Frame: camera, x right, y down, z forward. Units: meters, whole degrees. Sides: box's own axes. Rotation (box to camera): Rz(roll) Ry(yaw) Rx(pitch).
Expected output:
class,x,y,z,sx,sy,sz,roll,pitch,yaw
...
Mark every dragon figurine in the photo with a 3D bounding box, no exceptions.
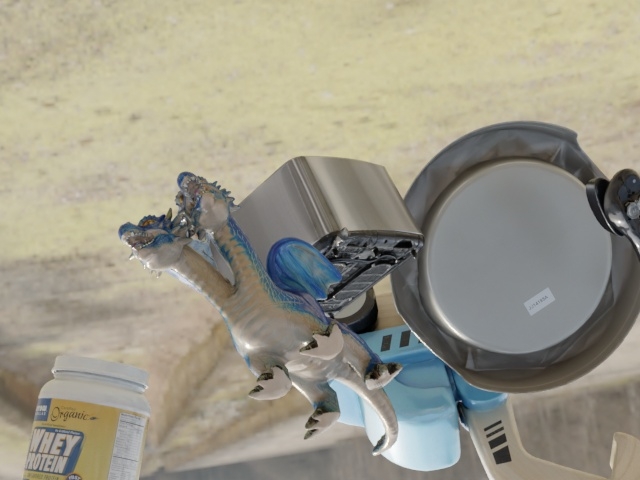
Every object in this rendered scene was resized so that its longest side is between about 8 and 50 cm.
class,x,y,z,sx,sy,sz,roll,pitch,yaw
dragon figurine,-0.021,0.055,0.789,0.085,0.144,0.289,-41,142,10

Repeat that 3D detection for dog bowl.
class,x,y,z,sx,sy,sz,roll,pitch,yaw
dog bowl,0.248,0.019,1.448,0.348,0.349,0.102,-7,-173,-7

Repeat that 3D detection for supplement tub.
class,x,y,z,sx,sy,sz,roll,pitch,yaw
supplement tub,-0.295,0.256,1.413,0.144,0.200,0.144,8,165,2

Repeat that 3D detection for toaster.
class,x,y,z,sx,sy,sz,roll,pitch,yaw
toaster,0.000,0.000,1.156,0.168,0.110,0.185,1,147,-49

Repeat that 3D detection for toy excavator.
class,x,y,z,sx,sy,sz,roll,pitch,yaw
toy excavator,0.214,0.249,1.604,0.432,0.445,0.222,-11,141,0

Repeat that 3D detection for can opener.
class,x,y,z,sx,sy,sz,roll,pitch,yaw
can opener,0.362,0.001,1.225,0.059,0.186,0.073,-37,-166,-3

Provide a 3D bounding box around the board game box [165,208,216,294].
class,x,y,z,sx,sy,sz,roll,pitch,yaw
board game box,-0.124,0.014,1.209,0.090,0.090,0.020,33,138,-20
